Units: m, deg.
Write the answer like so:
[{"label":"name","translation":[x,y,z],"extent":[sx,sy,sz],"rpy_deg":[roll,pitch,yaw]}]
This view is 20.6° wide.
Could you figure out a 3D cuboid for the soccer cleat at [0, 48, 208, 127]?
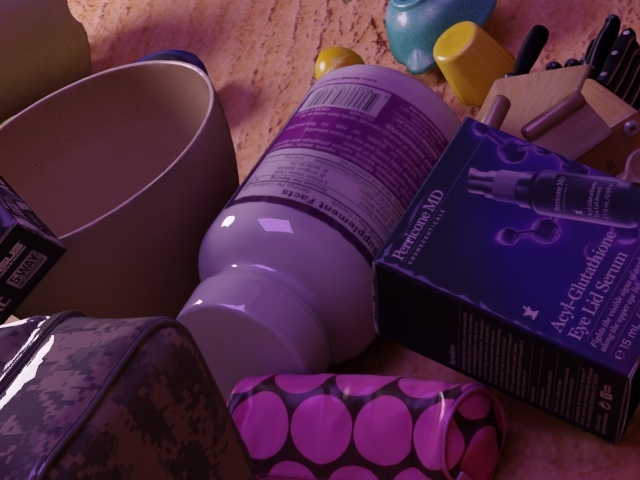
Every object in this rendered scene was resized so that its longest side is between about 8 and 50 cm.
[{"label":"soccer cleat","translation":[-0.252,-0.128,1.979],"extent":[0.289,0.093,0.121],"rpy_deg":[-24,1,15]}]

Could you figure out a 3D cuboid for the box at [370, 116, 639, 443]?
[{"label":"box","translation":[0.161,0.027,1.292],"extent":[0.207,0.108,0.153],"rpy_deg":[23,62,17]}]

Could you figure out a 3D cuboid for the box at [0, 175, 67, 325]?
[{"label":"box","translation":[-0.391,-0.001,1.503],"extent":[0.242,0.076,0.307],"rpy_deg":[-49,57,4]}]

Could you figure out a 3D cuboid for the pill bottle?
[{"label":"pill bottle","translation":[0.000,0.000,1.493],"extent":[0.169,0.169,0.301],"rpy_deg":[-2,40,36]}]

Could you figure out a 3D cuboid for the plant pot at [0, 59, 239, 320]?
[{"label":"plant pot","translation":[-0.187,-0.006,1.623],"extent":[0.284,0.191,0.284],"rpy_deg":[-19,32,13]}]

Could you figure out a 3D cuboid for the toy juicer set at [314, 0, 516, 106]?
[{"label":"toy juicer set","translation":[0.093,-0.222,1.837],"extent":[0.209,0.089,0.329],"rpy_deg":[-30,37,22]}]

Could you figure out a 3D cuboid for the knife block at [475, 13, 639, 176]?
[{"label":"knife block","translation":[0.184,-0.089,1.559],"extent":[0.276,0.088,0.242],"rpy_deg":[-32,31,-6]}]

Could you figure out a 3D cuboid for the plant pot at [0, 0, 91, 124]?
[{"label":"plant pot","translation":[-0.453,-0.230,2.076],"extent":[0.305,0.334,0.334],"rpy_deg":[-26,29,-19]}]

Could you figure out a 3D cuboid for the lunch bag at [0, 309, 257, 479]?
[{"label":"lunch bag","translation":[-0.192,0.209,1.214],"extent":[0.256,0.305,0.212],"rpy_deg":[1,39,33]}]

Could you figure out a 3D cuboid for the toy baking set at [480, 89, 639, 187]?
[{"label":"toy baking set","translation":[0.177,-0.007,1.390],"extent":[0.197,0.030,0.256],"rpy_deg":[25,70,21]}]

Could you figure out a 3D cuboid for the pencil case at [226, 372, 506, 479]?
[{"label":"pencil case","translation":[0.030,0.152,1.322],"extent":[0.209,0.095,0.098],"rpy_deg":[-4,47,31]}]
